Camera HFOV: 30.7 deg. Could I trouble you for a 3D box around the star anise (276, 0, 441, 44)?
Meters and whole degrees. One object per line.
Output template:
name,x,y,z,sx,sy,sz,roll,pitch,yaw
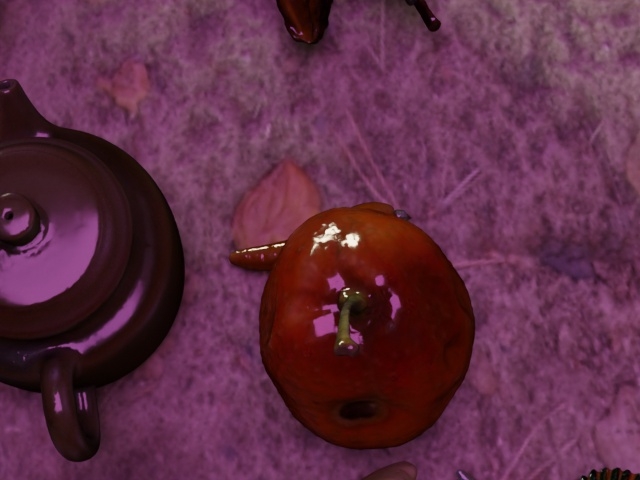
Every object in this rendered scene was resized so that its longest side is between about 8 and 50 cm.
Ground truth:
star anise,-0.007,-0.268,0.916,0.190,0.126,0.220,-4,102,-1

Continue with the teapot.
teapot,-0.191,0.020,0.808,0.185,0.175,0.267,-14,75,-1

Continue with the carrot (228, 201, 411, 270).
carrot,0.000,0.000,0.884,0.142,0.035,0.035,-18,75,0

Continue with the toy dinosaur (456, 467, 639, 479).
toy dinosaur,0.198,0.202,0.825,0.106,0.044,0.187,-36,64,-22

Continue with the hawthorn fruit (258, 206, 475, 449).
hawthorn fruit,0.019,0.047,0.740,0.165,0.285,0.165,-2,78,10

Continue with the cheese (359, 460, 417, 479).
cheese,-0.054,0.256,0.707,0.384,0.384,0.104,-30,82,-7
